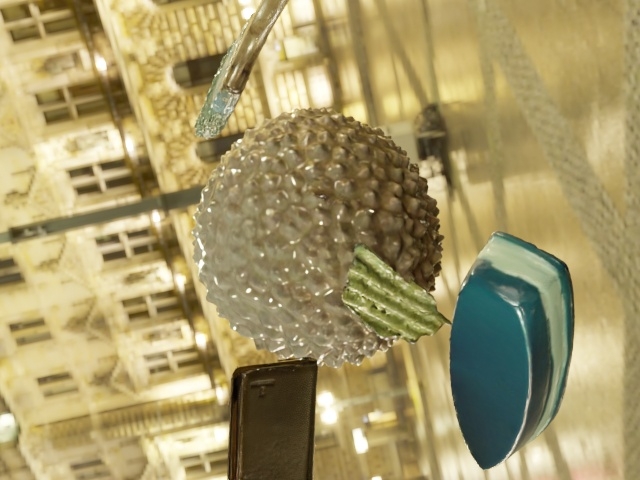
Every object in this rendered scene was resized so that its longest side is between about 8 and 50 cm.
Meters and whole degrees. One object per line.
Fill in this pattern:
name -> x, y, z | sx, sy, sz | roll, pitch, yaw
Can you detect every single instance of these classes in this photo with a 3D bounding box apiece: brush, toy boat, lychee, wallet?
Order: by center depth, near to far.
brush -> -0.039, -0.124, 0.597 | 0.196, 0.021, 0.070 | 133, 159, -61
toy boat -> 0.160, 0.116, 0.870 | 0.096, 0.062, 0.299 | 28, 147, 28
wallet -> -0.054, 0.235, 1.139 | 0.031, 0.110, 0.197 | 15, 105, 56
lychee -> 0.000, 0.000, 1.512 | 0.432, 0.380, 0.380 | 44, 157, 42

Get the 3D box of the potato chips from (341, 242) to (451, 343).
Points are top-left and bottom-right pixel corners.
potato chips -> 0.075, 0.072, 1.183 | 0.207, 0.092, 0.028 | 37, -154, -44
